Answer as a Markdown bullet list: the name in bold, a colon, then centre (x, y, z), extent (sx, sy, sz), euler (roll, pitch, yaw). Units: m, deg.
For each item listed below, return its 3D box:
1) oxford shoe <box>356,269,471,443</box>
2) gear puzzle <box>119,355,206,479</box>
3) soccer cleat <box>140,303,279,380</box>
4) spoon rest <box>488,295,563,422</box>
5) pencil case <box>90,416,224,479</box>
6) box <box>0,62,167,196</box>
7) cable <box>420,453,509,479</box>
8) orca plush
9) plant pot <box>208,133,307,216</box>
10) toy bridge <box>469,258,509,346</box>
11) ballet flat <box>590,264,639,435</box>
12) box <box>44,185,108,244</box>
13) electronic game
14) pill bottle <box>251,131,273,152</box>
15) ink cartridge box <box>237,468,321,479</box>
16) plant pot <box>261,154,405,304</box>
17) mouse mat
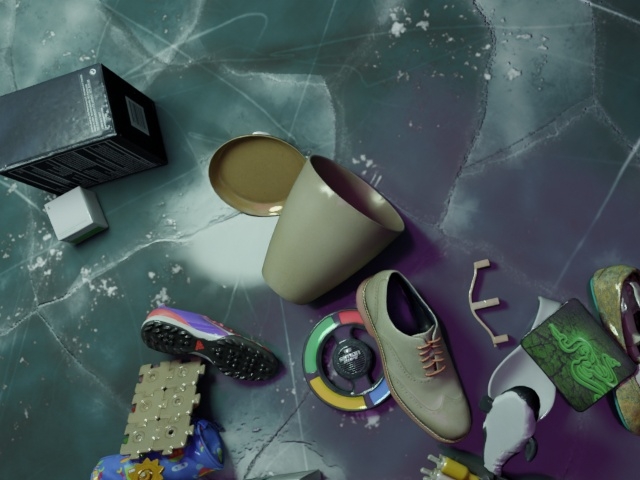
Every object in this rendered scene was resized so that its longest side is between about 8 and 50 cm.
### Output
- **oxford shoe**: centre (0.204, 0.243, 1.799), extent (0.140, 0.146, 0.397), euler (-29, 85, -21)
- **gear puzzle**: centre (-0.343, 0.407, 1.888), extent (0.175, 0.044, 0.339), euler (-11, 44, 16)
- **soccer cleat**: centre (-0.241, 0.223, 1.951), extent (0.318, 0.116, 0.108), euler (17, 118, -1)
- **spoon rest**: centre (0.441, 0.250, 1.806), extent (0.137, 0.084, 0.276), euler (17, 85, 14)
- **pencil case**: centre (-0.361, 0.497, 1.921), extent (0.306, 0.119, 0.133), euler (-25, 84, 8)
- **box**: centre (-0.556, -0.246, 1.983), extent (0.294, 0.296, 0.183), euler (-17, 79, 9)
- **cable**: centre (0.345, 0.511, 1.756), extent (0.287, 0.139, 0.072), euler (19, 54, 15)
- **orca plush**: centre (0.403, 0.387, 1.745), extent (0.102, 0.287, 0.151), euler (-23, 35, -30)
- **plant pot**: centre (-0.133, -0.151, 1.940), extent (0.236, 0.236, 0.032), euler (-5, 43, 11)
- **toy bridge**: centre (0.357, 0.139, 1.869), extent (0.063, 0.026, 0.188), euler (-14, 79, 12)
- **ballet flat**: centre (0.638, 0.216, 1.742), extent (0.123, 0.123, 0.348), euler (-11, 77, 10)
- **box**: centre (-0.584, -0.059, 2.069), extent (0.101, 0.087, 0.102), euler (-27, 77, 7)
- **electronic game**: centre (0.071, 0.263, 1.901), extent (0.229, 0.048, 0.229), euler (-2, 81, 12)
- **pill bottle**: centre (-0.128, -0.212, 1.979), extent (0.065, 0.116, 0.065), euler (-2, 81, 13)
- **ink cartridge box**: centre (-0.137, 0.607, 1.817), extent (0.270, 0.197, 0.198), euler (-11, 79, 11)
- **plant pot**: centre (0.000, 0.000, 1.873), extent (0.256, 0.256, 0.274), euler (42, 107, 15)
- **mouse mat**: centre (0.516, 0.230, 1.734), extent (0.152, 0.007, 0.190), euler (-44, 74, 16)
